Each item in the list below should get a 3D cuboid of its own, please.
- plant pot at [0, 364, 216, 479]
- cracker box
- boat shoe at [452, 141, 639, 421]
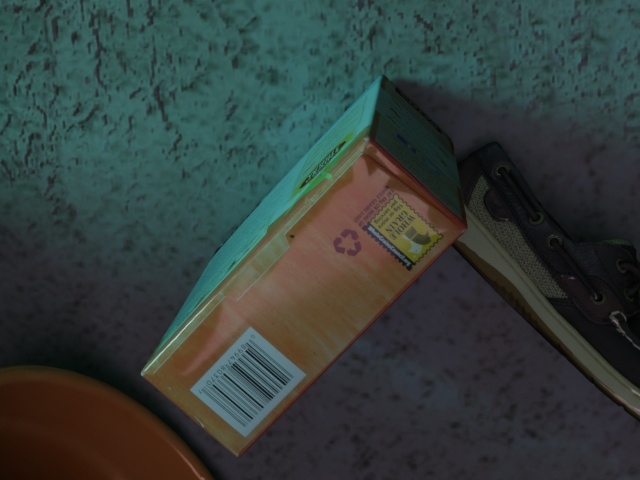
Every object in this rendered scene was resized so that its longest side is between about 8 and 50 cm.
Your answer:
[{"bbox_3d":[-0.196,0.249,0.716,0.203,0.291,0.291,-34,99,29],"label":"plant pot"},{"bbox_3d":[0.000,0.000,0.640,0.067,0.232,0.155,42,104,-7],"label":"cracker box"},{"bbox_3d":[0.151,0.026,0.683,0.073,0.080,0.223,-48,65,6],"label":"boat shoe"}]
